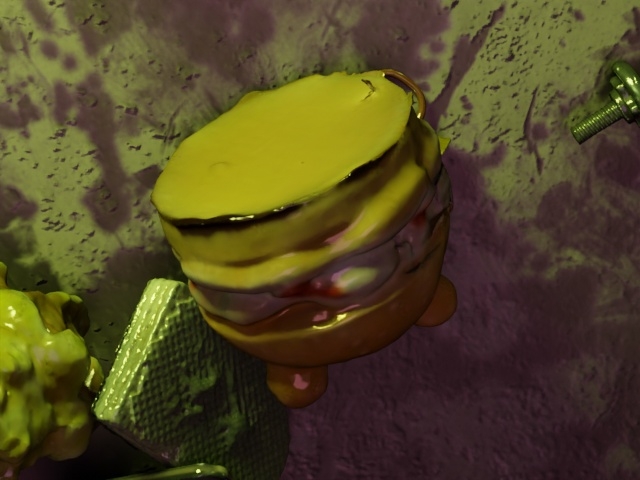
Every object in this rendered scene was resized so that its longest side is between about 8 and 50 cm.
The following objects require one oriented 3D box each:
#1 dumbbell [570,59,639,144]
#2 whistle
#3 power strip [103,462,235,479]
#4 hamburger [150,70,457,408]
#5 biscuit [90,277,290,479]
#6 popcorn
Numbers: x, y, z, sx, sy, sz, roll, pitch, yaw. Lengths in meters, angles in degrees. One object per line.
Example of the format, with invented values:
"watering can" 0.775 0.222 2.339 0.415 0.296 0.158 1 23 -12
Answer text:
"dumbbell" 0.349 -0.167 1.548 0.254 0.081 0.081 -32 105 6
"whistle" 0.077 -0.118 1.562 0.109 0.046 0.057 41 113 -8
"power strip" -0.160 0.295 1.573 0.213 0.064 0.198 -11 142 16
"hamburger" 0.000 0.000 1.479 0.276 0.276 0.236 -22 117 2
"biscuit" -0.105 0.159 1.558 0.252 0.052 0.150 47 59 -44
"popcorn" -0.323 0.133 1.487 0.255 0.256 0.195 -20 97 -8
